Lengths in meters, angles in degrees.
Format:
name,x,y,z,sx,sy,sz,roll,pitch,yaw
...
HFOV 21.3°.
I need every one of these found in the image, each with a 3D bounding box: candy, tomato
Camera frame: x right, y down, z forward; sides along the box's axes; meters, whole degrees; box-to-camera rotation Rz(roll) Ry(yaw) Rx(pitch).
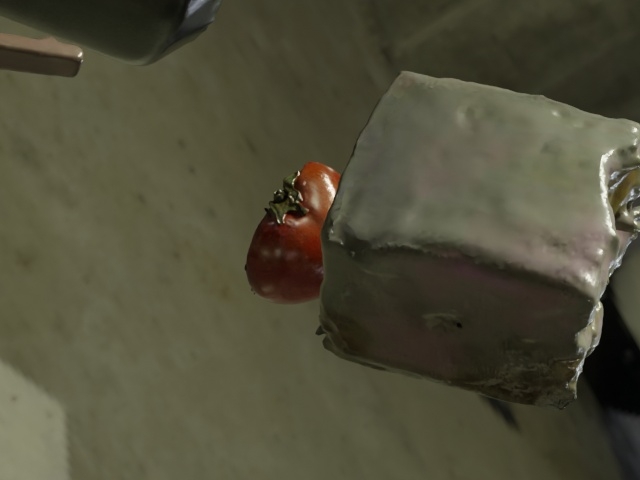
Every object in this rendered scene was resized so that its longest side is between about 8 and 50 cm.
name,x,y,z,sx,sy,sz,roll,pitch,yaw
candy,0.103,-0.006,1.079,0.137,0.195,0.185,88,22,-46
tomato,0.000,0.000,1.763,0.159,0.091,0.139,-59,154,-28

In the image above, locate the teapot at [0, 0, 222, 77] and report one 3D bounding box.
name,x,y,z,sx,sy,sz,roll,pitch,yaw
teapot,-0.240,-0.250,1.265,0.344,0.253,0.300,4,54,-21
